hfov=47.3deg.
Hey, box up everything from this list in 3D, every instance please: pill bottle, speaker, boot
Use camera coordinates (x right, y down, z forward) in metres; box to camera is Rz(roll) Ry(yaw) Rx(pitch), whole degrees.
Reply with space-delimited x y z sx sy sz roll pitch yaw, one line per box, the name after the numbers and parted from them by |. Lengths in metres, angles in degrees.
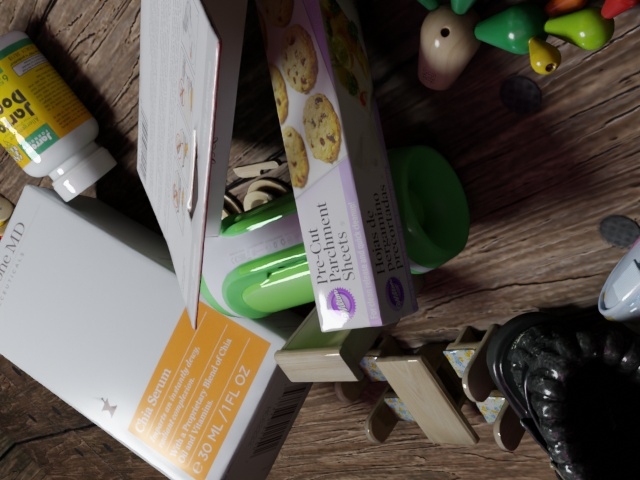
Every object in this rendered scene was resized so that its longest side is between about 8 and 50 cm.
-0.370 -0.158 0.963 0.117 0.117 0.208 -17 115 49 | pill bottle
0.000 0.000 0.761 0.296 0.131 0.131 -19 114 40 | speaker
0.291 0.203 0.627 0.348 0.131 0.260 41 179 1 | boot

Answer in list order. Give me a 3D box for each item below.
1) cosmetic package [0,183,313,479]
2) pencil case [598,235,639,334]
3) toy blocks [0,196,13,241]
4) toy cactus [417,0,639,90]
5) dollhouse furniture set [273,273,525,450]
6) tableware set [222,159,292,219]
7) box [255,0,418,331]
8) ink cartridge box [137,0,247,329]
-0.238 0.123 0.994 0.453 0.230 0.161 27 -175 22 | cosmetic package
0.355 0.085 0.563 0.273 0.124 0.113 36 143 8 | pencil case
-0.571 0.002 1.356 0.123 0.054 0.148 38 143 5 | toy blocks
0.108 -0.178 0.549 0.219 0.112 0.180 25 151 8 | toy cactus
0.088 0.164 0.845 0.212 0.161 0.242 -14 117 47 | dollhouse furniture set
-0.099 -0.027 0.920 0.194 0.039 0.128 -4 124 43 | tableware set
0.011 -0.088 0.614 0.067 0.063 0.324 -10 91 36 | box
-0.112 -0.112 0.674 0.261 0.066 0.296 -120 32 -41 | ink cartridge box
